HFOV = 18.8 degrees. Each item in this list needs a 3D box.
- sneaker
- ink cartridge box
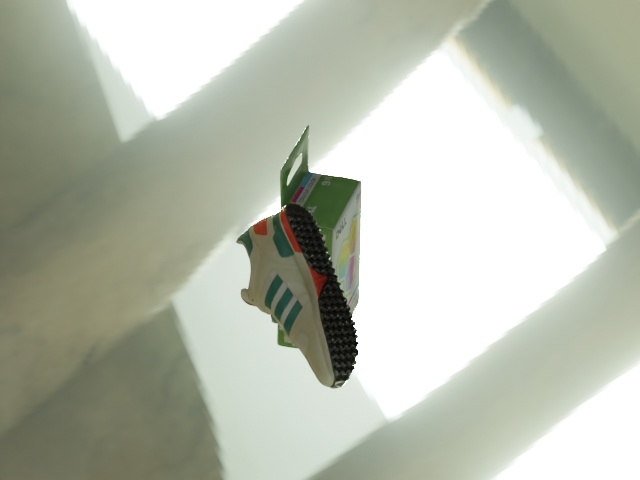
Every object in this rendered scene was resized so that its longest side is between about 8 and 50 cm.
[{"bbox_3d":[-0.024,0.054,1.635,0.075,0.057,0.161,-23,-100,27],"label":"sneaker"},{"bbox_3d":[0.000,0.000,1.983,0.062,0.109,0.209,9,-59,14],"label":"ink cartridge box"}]
